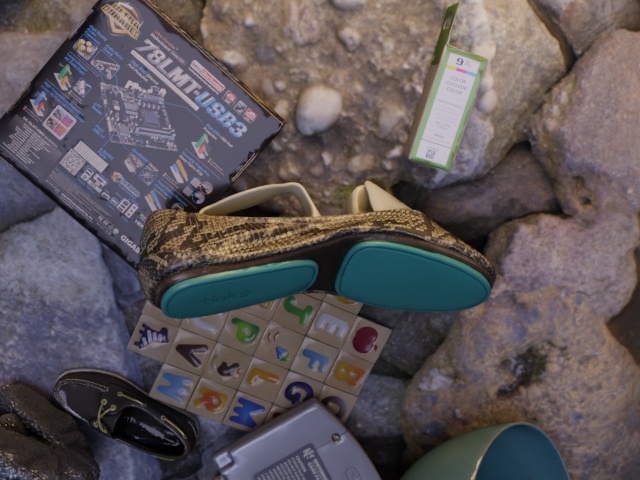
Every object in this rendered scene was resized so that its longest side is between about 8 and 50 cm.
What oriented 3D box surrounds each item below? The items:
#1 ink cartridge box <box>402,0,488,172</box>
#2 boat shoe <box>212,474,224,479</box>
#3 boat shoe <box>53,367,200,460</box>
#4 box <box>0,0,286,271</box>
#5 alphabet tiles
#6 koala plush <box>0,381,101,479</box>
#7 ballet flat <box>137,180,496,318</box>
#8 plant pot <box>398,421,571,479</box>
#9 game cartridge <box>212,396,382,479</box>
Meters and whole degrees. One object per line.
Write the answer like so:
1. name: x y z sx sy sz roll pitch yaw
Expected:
1. ink cartridge box: 0.172 -0.202 1.190 0.062 0.109 0.209 16 101 -2
2. boat shoe: -0.123 0.427 1.350 0.059 0.063 0.170 -12 91 7
3. boat shoe: -0.287 0.253 1.314 0.227 0.069 0.081 22 102 -2
4. box: -0.251 -0.150 1.233 0.295 0.073 0.293 41 98 -7
5. alphabet tiles: -0.084 0.139 1.281 0.342 0.011 0.285 23 101 -15
6. koala plush: -0.438 0.361 1.273 0.203 0.196 0.221 30 108 4
7. ballet flat: 0.000 0.000 1.193 0.482 0.182 0.164 -1 146 -18
8. plant pot: 0.202 0.401 1.247 0.195 0.290 0.290 -12 103 41
9. game cartridge: -0.003 0.387 1.308 0.198 0.062 0.297 -29 101 -9
